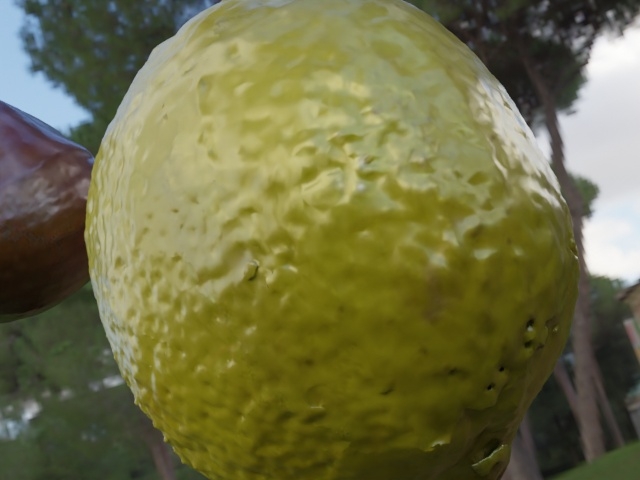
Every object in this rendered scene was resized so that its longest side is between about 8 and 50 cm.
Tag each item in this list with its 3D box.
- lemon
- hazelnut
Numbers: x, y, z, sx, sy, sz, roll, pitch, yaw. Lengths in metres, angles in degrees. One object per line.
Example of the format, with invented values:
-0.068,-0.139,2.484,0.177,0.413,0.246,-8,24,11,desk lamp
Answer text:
0.000,0.000,0.703,0.268,0.322,0.268,-28,-21,-11,lemon
-0.266,-0.023,0.944,0.212,0.181,0.181,8,-9,32,hazelnut
